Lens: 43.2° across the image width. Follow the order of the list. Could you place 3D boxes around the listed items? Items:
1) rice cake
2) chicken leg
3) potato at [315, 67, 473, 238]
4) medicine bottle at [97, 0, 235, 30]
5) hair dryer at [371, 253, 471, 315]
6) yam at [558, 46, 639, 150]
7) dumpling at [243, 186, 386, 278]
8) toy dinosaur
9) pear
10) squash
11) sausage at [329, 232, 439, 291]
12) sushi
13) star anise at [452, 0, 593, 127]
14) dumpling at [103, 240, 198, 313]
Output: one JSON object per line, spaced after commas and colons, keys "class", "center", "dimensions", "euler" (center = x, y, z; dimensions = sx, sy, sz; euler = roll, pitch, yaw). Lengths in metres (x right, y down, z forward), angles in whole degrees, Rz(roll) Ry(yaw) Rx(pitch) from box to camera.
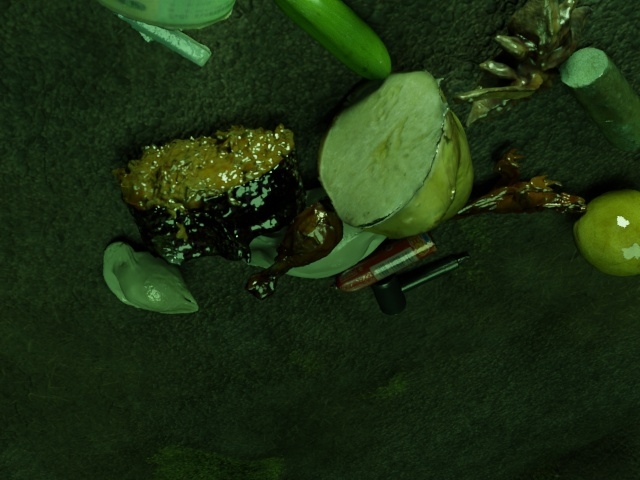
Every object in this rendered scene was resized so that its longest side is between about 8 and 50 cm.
{"class": "rice cake", "center": [-0.267, -0.347, 1.368], "dimensions": [0.180, 0.030, 0.042], "euler": [25, 111, -35]}
{"class": "chicken leg", "center": [-0.051, 0.029, 1.551], "dimensions": [0.113, 0.093, 0.304], "euler": [-32, 170, -46]}
{"class": "potato", "center": [0.192, -0.122, 1.482], "dimensions": [0.296, 0.397, 0.290], "euler": [32, 101, -34]}
{"class": "medicine bottle", "center": [-0.185, -0.514, 1.062], "dimensions": [0.236, 0.235, 0.406], "euler": [3, 136, -19]}
{"class": "hair dryer", "center": [0.244, 0.079, 1.966], "dimensions": [0.255, 0.070, 0.128], "euler": [-27, 137, 2]}
{"class": "yam", "center": [0.583, -0.283, 1.634], "dimensions": [0.106, 0.106, 0.259], "euler": [-36, 135, 21]}
{"class": "dumpling", "center": [0.003, -0.001, 1.729], "dimensions": [0.341, 0.181, 0.260], "euler": [-31, 158, -17]}
{"class": "toy dinosaur", "center": [0.401, -0.106, 1.781], "dimensions": [0.432, 0.097, 0.208], "euler": [0, 152, -6]}
{"class": "pear", "center": [0.703, -0.015, 1.874], "dimensions": [0.209, 0.209, 0.209], "euler": [-8, 138, -8]}
{"class": "squash", "center": [0.020, -0.372, 1.390], "dimensions": [0.082, 0.082, 0.292], "euler": [-39, 131, 24]}
{"class": "sausage", "center": [0.141, 0.054, 1.889], "dimensions": [0.274, 0.074, 0.074], "euler": [-29, 136, 15]}
{"class": "sushi", "center": [-0.196, -0.084, 1.532], "dimensions": [0.348, 0.234, 0.207], "euler": [-18, 138, -4]}
{"class": "star anise", "center": [0.374, -0.319, 1.464], "dimensions": [0.349, 0.109, 0.292], "euler": [-2, 123, -58]}
{"class": "dumpling", "center": [-0.376, 0.101, 1.758], "dimensions": [0.216, 0.126, 0.166], "euler": [19, 144, -36]}
